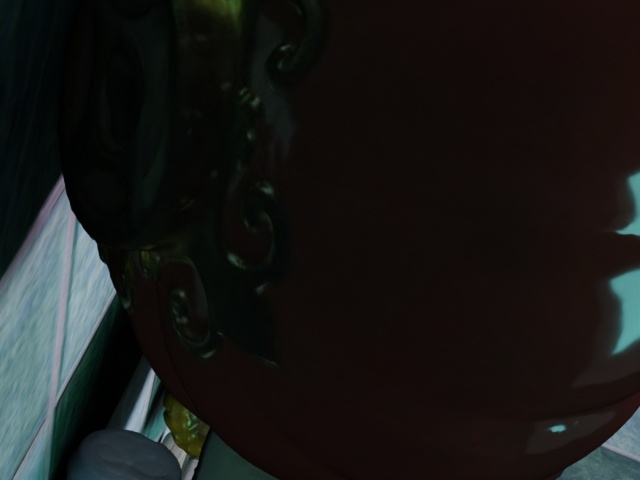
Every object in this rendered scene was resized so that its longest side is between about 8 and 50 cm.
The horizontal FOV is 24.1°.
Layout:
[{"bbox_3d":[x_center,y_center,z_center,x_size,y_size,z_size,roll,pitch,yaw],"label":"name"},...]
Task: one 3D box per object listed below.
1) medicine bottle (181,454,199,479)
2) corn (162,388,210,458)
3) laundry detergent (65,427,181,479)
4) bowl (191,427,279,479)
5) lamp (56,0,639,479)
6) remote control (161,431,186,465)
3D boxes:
[{"bbox_3d":[-0.168,0.379,1.810,0.282,0.123,0.375,107,6,-51],"label":"medicine bottle"},{"bbox_3d":[-0.080,0.142,1.576,0.344,0.131,0.131,-66,178,-80],"label":"corn"},{"bbox_3d":[-0.183,0.290,1.081,0.159,0.088,0.335,-64,174,-67],"label":"laundry detergent"},{"bbox_3d":[0.020,0.124,1.147,0.354,0.185,0.354,-160,-90,-90],"label":"bowl"},{"bbox_3d":[0.034,-0.046,0.604,0.303,0.257,0.303,-12,-104,60],"label":"lamp"},{"bbox_3d":[-0.172,0.250,1.609,0.122,0.032,0.074,-58,170,-81],"label":"remote control"}]
